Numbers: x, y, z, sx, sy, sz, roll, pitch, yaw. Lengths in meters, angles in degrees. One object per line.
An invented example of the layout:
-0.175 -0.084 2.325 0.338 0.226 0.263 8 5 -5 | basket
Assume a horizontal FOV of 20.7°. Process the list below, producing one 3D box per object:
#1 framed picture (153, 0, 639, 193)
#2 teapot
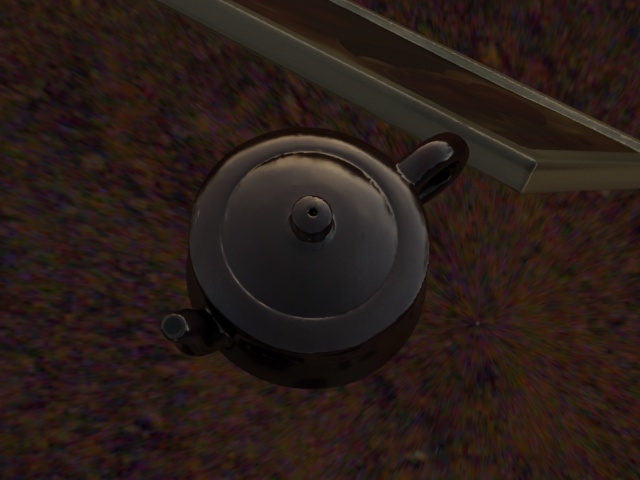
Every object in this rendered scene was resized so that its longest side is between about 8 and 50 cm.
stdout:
0.027 -0.093 0.898 0.289 0.211 0.020 29 105 26 | framed picture
0.000 0.000 0.464 0.100 0.045 0.068 -35 73 -16 | teapot
